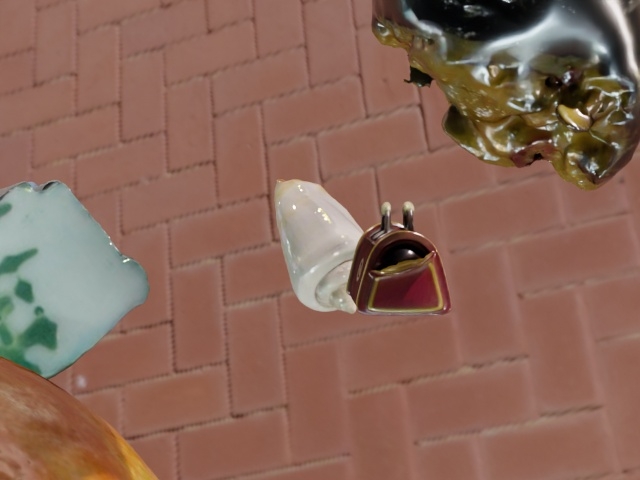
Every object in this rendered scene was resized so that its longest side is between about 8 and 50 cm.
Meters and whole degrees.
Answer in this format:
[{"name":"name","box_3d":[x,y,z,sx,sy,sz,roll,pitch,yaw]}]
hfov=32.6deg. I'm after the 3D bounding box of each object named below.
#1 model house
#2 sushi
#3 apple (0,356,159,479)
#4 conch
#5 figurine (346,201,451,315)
[{"name":"model house","box_3d":[-0.481,0.058,1.617,0.295,0.252,0.329,-46,28,-22]},{"name":"sushi","box_3d":[0.138,-0.152,0.762,0.213,0.200,0.204,18,105,16]},{"name":"apple","box_3d":[-0.210,0.178,0.523,0.301,0.301,0.302,-8,65,17]},{"name":"conch","box_3d":[0.003,0.007,1.203,0.104,0.094,0.176,-27,47,-6]},{"name":"figurine","box_3d":[0.071,0.014,0.975,0.082,0.154,0.098,2,93,-3]}]
